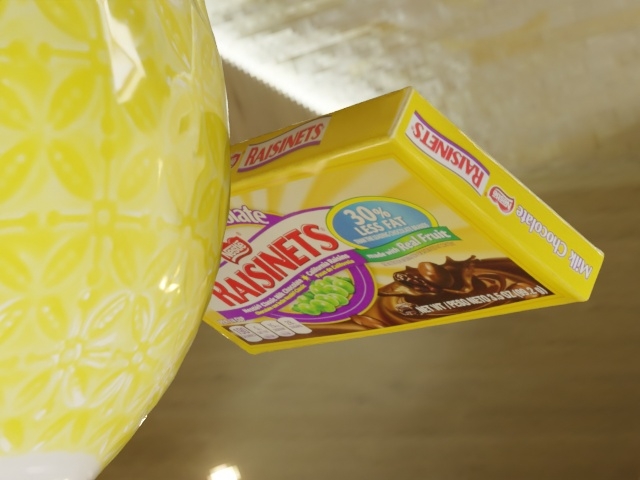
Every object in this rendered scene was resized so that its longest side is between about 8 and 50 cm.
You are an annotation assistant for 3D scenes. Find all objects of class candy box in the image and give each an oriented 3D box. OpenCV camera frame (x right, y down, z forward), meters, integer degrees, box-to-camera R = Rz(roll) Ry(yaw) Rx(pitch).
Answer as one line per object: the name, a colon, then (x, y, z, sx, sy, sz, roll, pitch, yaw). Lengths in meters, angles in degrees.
candy box: (0.000, 0.000, 0.647, 0.206, 0.105, 0.027, -14, -137, 51)

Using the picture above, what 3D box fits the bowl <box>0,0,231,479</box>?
bowl: (-0.144, 0.041, 0.476, 0.289, 0.156, 0.289, -20, 165, -6)
